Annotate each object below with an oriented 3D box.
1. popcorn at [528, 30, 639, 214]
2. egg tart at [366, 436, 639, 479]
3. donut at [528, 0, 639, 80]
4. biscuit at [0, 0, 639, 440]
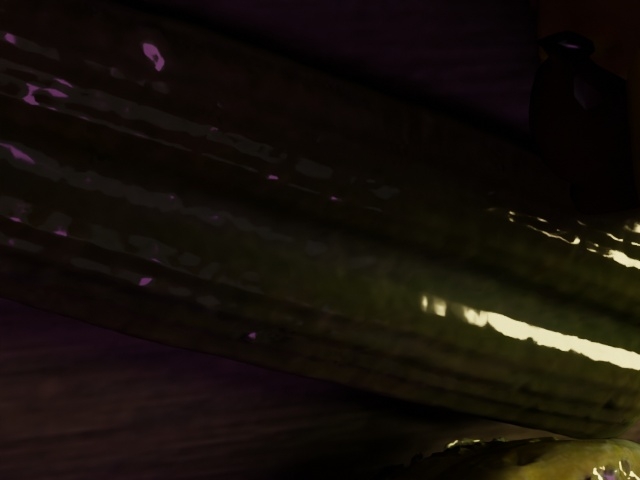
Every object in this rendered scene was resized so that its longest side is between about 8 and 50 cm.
[{"bbox_3d":[0.209,-0.024,0.378,0.297,0.281,0.316,-15,143,-35],"label":"popcorn"},{"bbox_3d":[0.051,0.132,0.629,0.197,0.078,0.197,-25,140,-23],"label":"egg tart"},{"bbox_3d":[0.158,-0.085,0.527,0.199,0.085,0.233,-20,129,-9],"label":"donut"},{"bbox_3d":[0.000,0.000,0.549,0.322,0.038,0.099,18,113,-34],"label":"biscuit"}]
